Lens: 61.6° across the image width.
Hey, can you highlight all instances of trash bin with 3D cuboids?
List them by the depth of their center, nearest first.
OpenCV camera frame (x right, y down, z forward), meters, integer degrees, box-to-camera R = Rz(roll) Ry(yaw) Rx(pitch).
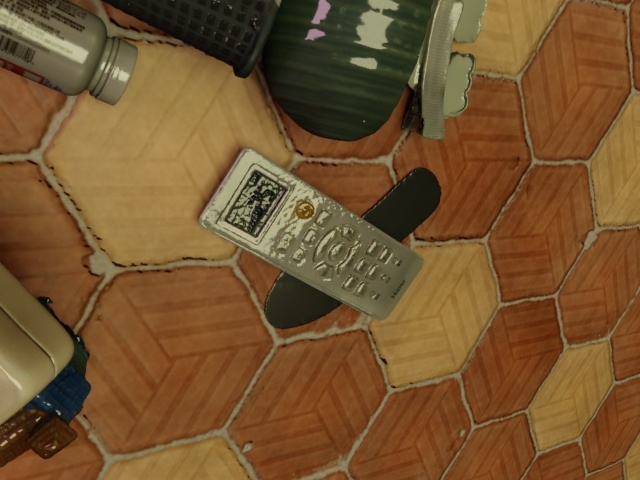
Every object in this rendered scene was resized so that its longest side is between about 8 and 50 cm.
[{"bbox_3d":[-0.119,-0.258,0.484,0.161,0.175,0.175,14,100,-22],"label":"trash bin"}]

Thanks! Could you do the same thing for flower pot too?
[{"bbox_3d":[0.029,-0.227,0.555,0.157,0.189,0.243,17,100,2],"label":"flower pot"}]

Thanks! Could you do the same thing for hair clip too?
[{"bbox_3d":[0.156,-0.246,0.706,0.140,0.054,0.220,2,104,-26],"label":"hair clip"}]

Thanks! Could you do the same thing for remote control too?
[{"bbox_3d":[0.000,0.000,0.700,0.313,0.055,0.109,31,97,-27],"label":"remote control"}]

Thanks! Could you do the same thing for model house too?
[{"bbox_3d":[-0.300,0.158,0.529,0.148,0.148,0.119,-37,121,-16],"label":"model house"}]

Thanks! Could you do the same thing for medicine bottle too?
[{"bbox_3d":[-0.244,-0.180,0.482,0.140,0.079,0.079,21,96,-34],"label":"medicine bottle"}]

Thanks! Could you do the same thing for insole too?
[{"bbox_3d":[0.052,0.012,0.761,0.322,0.007,0.109,-41,121,-11],"label":"insole"}]

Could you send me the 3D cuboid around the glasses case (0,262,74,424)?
[{"bbox_3d":[-0.356,0.014,0.402,0.144,0.076,0.336,-37,102,16],"label":"glasses case"}]
